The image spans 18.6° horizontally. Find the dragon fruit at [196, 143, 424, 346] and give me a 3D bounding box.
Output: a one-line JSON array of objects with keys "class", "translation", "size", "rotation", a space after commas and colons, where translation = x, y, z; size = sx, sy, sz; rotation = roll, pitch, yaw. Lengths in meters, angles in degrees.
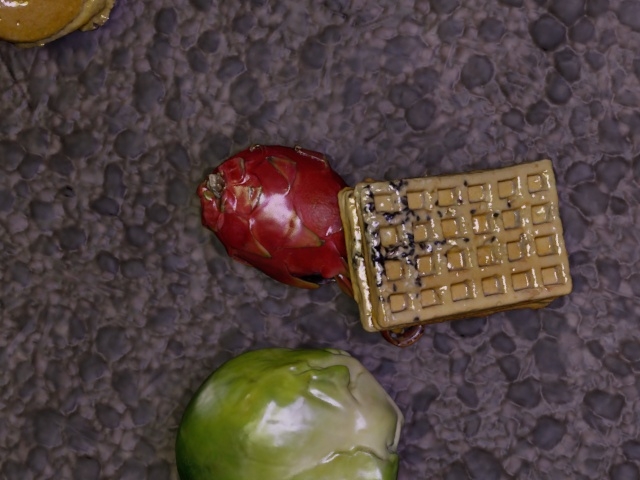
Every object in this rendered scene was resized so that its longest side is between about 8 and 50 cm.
[{"class": "dragon fruit", "translation": [0.000, 0.000, 1.341], "size": [0.190, 0.094, 0.094], "rotation": [37, 95, -18]}]

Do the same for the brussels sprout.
[{"class": "brussels sprout", "translation": [-0.023, 0.139, 1.317], "size": [0.155, 0.117, 0.155], "rotation": [-1, 95, -12]}]

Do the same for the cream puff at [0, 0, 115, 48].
[{"class": "cream puff", "translation": [-0.203, -0.197, 1.352], "size": [0.133, 0.104, 0.119], "rotation": [0, 126, -16]}]

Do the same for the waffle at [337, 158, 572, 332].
[{"class": "waffle", "translation": [0.091, 0.003, 1.307], "size": [0.148, 0.042, 0.102], "rotation": [-7, 88, -20]}]
